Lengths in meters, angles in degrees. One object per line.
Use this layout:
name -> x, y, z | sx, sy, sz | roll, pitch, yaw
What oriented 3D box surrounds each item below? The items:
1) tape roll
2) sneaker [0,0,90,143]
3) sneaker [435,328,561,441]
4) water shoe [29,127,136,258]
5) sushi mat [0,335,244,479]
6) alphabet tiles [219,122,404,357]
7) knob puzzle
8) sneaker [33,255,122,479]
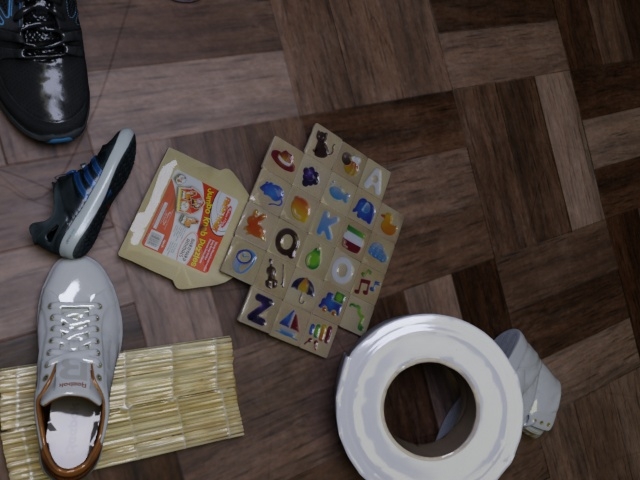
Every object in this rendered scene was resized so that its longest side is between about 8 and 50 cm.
tape roll -> 0.160, 0.254, 0.923 | 0.286, 0.100, 0.286 | 0, 83, 0
sneaker -> -0.370, -0.296, 0.750 | 0.125, 0.140, 0.340 | -13, 92, -29
sneaker -> 0.332, 0.322, 1.058 | 0.169, 0.108, 0.292 | 46, 67, -12
water shoe -> -0.315, -0.077, 0.793 | 0.080, 0.073, 0.203 | 20, 65, -4
sushi mat -> -0.264, 0.228, 0.821 | 0.316, 0.019, 0.151 | -4, 86, -27
alphabet tiles -> 0.000, 0.000, 0.960 | 0.285, 0.011, 0.342 | 28, 74, -28
knob puzzle -> -0.175, -0.018, 0.881 | 0.213, 0.030, 0.213 | 1, 88, -27
sneaker -> -0.297, 0.147, 0.739 | 0.106, 0.123, 0.290 | 0, 72, -24
